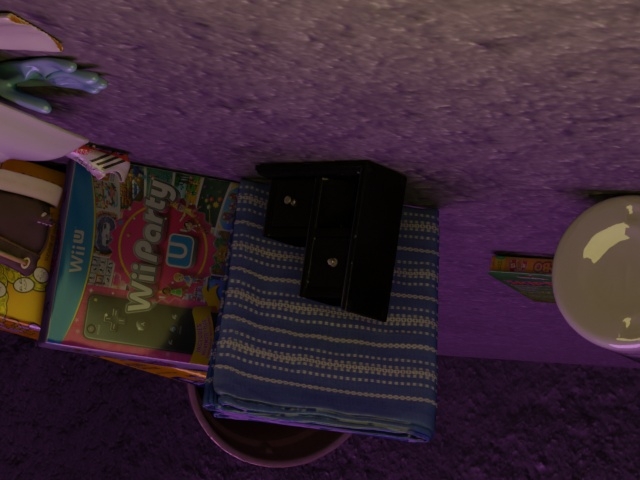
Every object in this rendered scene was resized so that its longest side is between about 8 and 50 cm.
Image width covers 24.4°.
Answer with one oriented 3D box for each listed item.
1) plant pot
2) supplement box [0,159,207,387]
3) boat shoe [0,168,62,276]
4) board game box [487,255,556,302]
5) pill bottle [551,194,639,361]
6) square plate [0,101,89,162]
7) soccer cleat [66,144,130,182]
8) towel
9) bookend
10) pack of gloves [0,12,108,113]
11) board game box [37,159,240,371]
[{"bbox_3d":[-0.107,0.190,2.544,0.334,0.334,0.305,11,-178,-21],"label":"plant pot"},{"bbox_3d":[-0.264,0.048,1.867,0.356,0.195,0.194,18,169,-13],"label":"supplement box"},{"bbox_3d":[-0.395,-0.042,1.373,0.324,0.097,0.116,15,177,-39],"label":"boat shoe"},{"bbox_3d":[0.325,0.057,2.063,0.124,0.039,0.259,3,173,23],"label":"board game box"},{"bbox_3d":[0.368,0.056,1.588,0.161,0.161,0.283,3,170,29],"label":"pill bottle"},{"bbox_3d":[-0.441,-0.131,1.316,0.344,0.049,0.347,12,177,28],"label":"square plate"},{"bbox_3d":[-0.250,-0.086,1.630,0.083,0.036,0.029,12,171,-25],"label":"soccer cleat"},{"bbox_3d":[0.010,0.068,1.604,0.243,0.336,0.040,8,136,-3],"label":"towel"},{"bbox_3d":[0.000,0.000,1.568,0.157,0.156,0.072,2,169,40],"label":"bookend"},{"bbox_3d":[-0.314,-0.145,1.269,0.232,0.046,0.195,4,172,22],"label":"pack of gloves"},{"bbox_3d":[-0.163,0.038,1.745,0.303,0.224,0.097,9,172,-15],"label":"board game box"}]
